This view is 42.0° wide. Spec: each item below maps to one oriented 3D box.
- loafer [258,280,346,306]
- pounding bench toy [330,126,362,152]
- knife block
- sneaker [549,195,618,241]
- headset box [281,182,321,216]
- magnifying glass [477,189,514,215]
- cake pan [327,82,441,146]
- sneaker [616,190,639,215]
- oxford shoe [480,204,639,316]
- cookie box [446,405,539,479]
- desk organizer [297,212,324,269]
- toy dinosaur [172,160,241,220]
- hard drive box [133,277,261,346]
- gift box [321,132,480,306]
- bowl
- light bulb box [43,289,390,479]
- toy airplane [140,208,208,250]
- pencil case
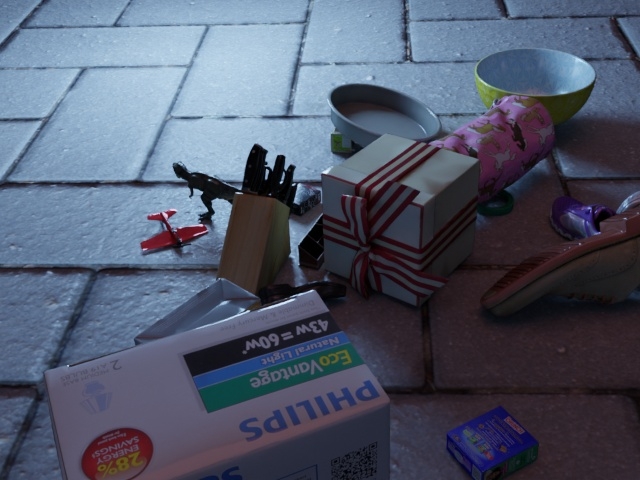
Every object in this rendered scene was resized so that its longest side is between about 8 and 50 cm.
[{"bbox_3d":[-0.030,0.113,1.564,0.170,0.062,0.061,-5,74,-15],"label":"loafer"},{"bbox_3d":[0.072,-0.255,2.062,0.083,0.052,0.065,5,36,11],"label":"pounding bench toy"},{"bbox_3d":[-0.126,-0.041,1.615,0.088,0.242,0.275,9,38,18],"label":"knife block"},{"bbox_3d":[0.548,-0.037,1.679,0.095,0.104,0.236,-13,36,-11],"label":"sneaker"},{"bbox_3d":[-0.043,-0.094,1.863,0.062,0.032,0.083,23,42,31],"label":"headset box"},{"bbox_3d":[0.329,-0.112,1.871,0.231,0.026,0.092,30,47,35],"label":"magnifying glass"},{"bbox_3d":[0.152,-0.301,2.061,0.293,0.054,0.293,12,34,-8],"label":"cake pan"},{"bbox_3d":[0.731,-0.030,1.671,0.269,0.101,0.153,-7,50,-26],"label":"sneaker"},{"bbox_3d":[0.488,0.064,1.515,0.397,0.146,0.140,-25,2,2],"label":"oxford shoe"},{"bbox_3d":[0.261,0.312,1.265,0.107,0.040,0.092,-20,39,-22],"label":"cookie box"},{"bbox_3d":[0.000,0.000,1.712,0.047,0.050,0.130,12,38,21],"label":"desk organizer"},{"bbox_3d":[-0.219,-0.096,1.805,0.268,0.118,0.064,15,40,22],"label":"toy dinosaur"},{"bbox_3d":[-0.174,0.205,1.283,0.089,0.232,0.181,25,45,33],"label":"hard drive box"},{"bbox_3d":[0.161,-0.044,1.591,0.276,0.255,0.258,17,38,35],"label":"gift box"},{"bbox_3d":[0.527,-0.354,2.079,0.290,0.156,0.289,-2,36,1],"label":"bowl"},{"bbox_3d":[-0.115,0.302,1.032,0.358,0.361,0.225,-15,38,-17],"label":"light bulb box"},{"bbox_3d":[-0.321,-0.026,1.791,0.151,0.028,0.151,-1,35,0],"label":"toy airplane"},{"bbox_3d":[0.347,-0.183,1.814,0.167,0.160,0.386,29,46,34],"label":"pencil case"}]
